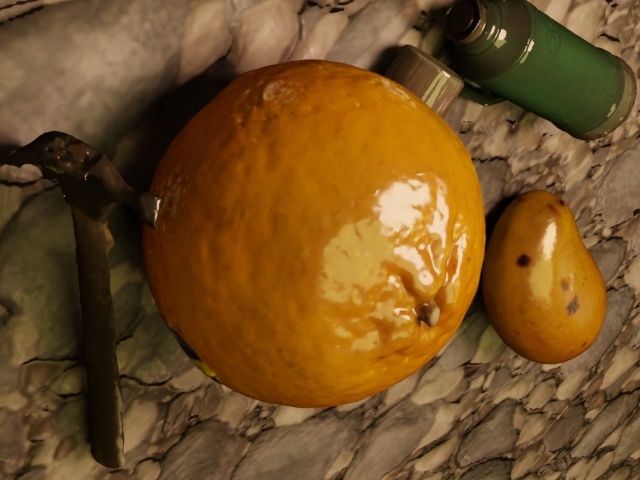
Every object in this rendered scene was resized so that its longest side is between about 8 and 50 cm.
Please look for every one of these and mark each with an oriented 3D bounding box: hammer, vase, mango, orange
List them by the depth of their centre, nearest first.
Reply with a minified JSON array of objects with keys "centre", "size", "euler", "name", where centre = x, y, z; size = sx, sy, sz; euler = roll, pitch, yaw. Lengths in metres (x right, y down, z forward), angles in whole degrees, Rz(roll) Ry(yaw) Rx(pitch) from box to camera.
[{"centre":[-0.002,-0.002,0.665],"size":[0.219,0.193,0.219],"euler":[-5,101,-25],"name":"orange"},{"centre":[-0.141,0.054,0.674],"size":[0.027,0.125,0.297],"euler":[-42,151,-35],"name":"hammer"},{"centre":[0.055,-0.085,0.762],"size":[0.053,0.053,0.100],"euler":[17,112,-46],"name":"vase"},{"centre":[0.196,0.040,0.950],"size":[0.115,0.090,0.178],"euler":[-51,137,-17],"name":"mango"}]

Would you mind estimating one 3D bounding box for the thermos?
[{"centre":[0.157,-0.136,0.805],"size":[0.188,0.083,0.073],"euler":[17,86,-45],"name":"thermos"}]
